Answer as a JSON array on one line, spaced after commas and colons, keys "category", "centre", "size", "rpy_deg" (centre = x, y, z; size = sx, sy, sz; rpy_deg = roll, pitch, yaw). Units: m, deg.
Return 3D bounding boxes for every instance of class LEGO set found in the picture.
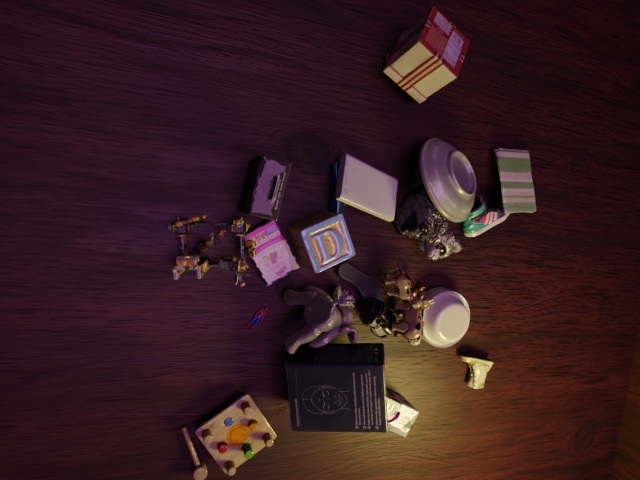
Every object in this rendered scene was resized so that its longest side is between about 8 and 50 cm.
[{"category": "LEGO set", "centre": [-0.407, 0.030, 1.509], "size": [0.331, 0.192, 0.255], "rpy_deg": [7, 99, -5]}]

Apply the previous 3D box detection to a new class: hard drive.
[{"category": "hard drive", "centre": [0.205, -0.223, 1.763], "size": [0.307, 0.040, 0.203], "rpy_deg": [19, 70, -33]}]

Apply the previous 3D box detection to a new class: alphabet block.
[{"category": "alphabet block", "centre": [0.000, 0.000, 1.692], "size": [0.193, 0.197, 0.192], "rpy_deg": [-22, 105, -16]}]

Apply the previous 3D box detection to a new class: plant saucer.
[{"category": "plant saucer", "centre": [0.596, -0.283, 1.829], "size": [0.400, 0.100, 0.401], "rpy_deg": [17, 64, -39]}]

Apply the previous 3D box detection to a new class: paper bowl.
[{"category": "paper bowl", "centre": [0.601, 0.379, 1.993], "size": [0.284, 0.148, 0.284], "rpy_deg": [-3, 99, -19]}]

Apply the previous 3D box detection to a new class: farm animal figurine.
[{"category": "farm animal figurine", "centre": [0.402, 0.289, 1.797], "size": [0.330, 0.172, 0.327], "rpy_deg": [28, 64, -57]}]

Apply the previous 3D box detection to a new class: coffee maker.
[{"category": "coffee maker", "centre": [0.265, 0.330, 1.853], "size": [0.178, 0.120, 0.171], "rpy_deg": [54, 48, -48]}]

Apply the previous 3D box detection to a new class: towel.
[{"category": "towel", "centre": [0.975, -0.298, 2.051], "size": [0.247, 0.038, 0.325], "rpy_deg": [-3, 85, -28]}]

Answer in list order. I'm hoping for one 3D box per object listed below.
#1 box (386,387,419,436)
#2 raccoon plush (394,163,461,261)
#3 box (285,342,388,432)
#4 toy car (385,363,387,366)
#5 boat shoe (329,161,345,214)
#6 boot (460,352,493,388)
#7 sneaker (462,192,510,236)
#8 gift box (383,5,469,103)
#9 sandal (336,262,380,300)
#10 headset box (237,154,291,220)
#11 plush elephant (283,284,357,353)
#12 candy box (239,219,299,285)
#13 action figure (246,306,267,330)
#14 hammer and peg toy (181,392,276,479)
[{"category": "box", "centre": [0.307, 0.781, 1.924], "size": [0.247, 0.163, 0.142], "rpy_deg": [31, 87, -21]}, {"category": "raccoon plush", "centre": [0.548, -0.128, 1.887], "size": [0.299, 0.216, 0.447], "rpy_deg": [25, 88, -29]}, {"category": "box", "centre": [0.076, 0.606, 1.710], "size": [0.395, 0.212, 0.294], "rpy_deg": [-2, 99, 8]}, {"category": "toy car", "centre": [0.260, 0.597, 1.943], "size": [0.122, 0.060, 0.040], "rpy_deg": [30, 118, -15]}, {"category": "boat shoe", "centre": [0.095, -0.202, 1.751], "size": [0.089, 0.109, 0.258], "rpy_deg": [-1, 99, -24]}, {"category": "boot", "centre": [0.796, 0.683, 2.142], "size": [0.213, 0.077, 0.165], "rpy_deg": [18, 92, -24]}, {"category": "sneaker", "centre": [0.808, -0.162, 2.018], "size": [0.295, 0.124, 0.178], "rpy_deg": [-31, 116, -13]}, {"category": "gift box", "centre": [0.448, -0.773, 1.734], "size": [0.255, 0.258, 0.276], "rpy_deg": [37, 64, -19]}, {"category": "sandal", "centre": [0.175, 0.185, 1.863], "size": [0.254, 0.054, 0.097], "rpy_deg": [42, 72, -17]}, {"category": "headset box", "centre": [-0.213, -0.195, 1.535], "size": [0.110, 0.293, 0.218], "rpy_deg": [14, 91, -21]}, {"category": "plush elephant", "centre": [0.027, 0.326, 1.738], "size": [0.329, 0.272, 0.255], "rpy_deg": [-21, 147, 15]}, {"category": "candy box", "centre": [-0.210, 0.046, 1.685], "size": [0.159, 0.071, 0.233], "rpy_deg": [-29, 105, -14]}, {"category": "action figure", "centre": [-0.262, 0.327, 1.727], "size": [0.038, 0.030, 0.115], "rpy_deg": [43, 79, -15]}, {"category": "hammer and peg toy", "centre": [-0.393, 0.823, 1.687], "size": [0.361, 0.127, 0.266], "rpy_deg": [-31, 106, -14]}]
